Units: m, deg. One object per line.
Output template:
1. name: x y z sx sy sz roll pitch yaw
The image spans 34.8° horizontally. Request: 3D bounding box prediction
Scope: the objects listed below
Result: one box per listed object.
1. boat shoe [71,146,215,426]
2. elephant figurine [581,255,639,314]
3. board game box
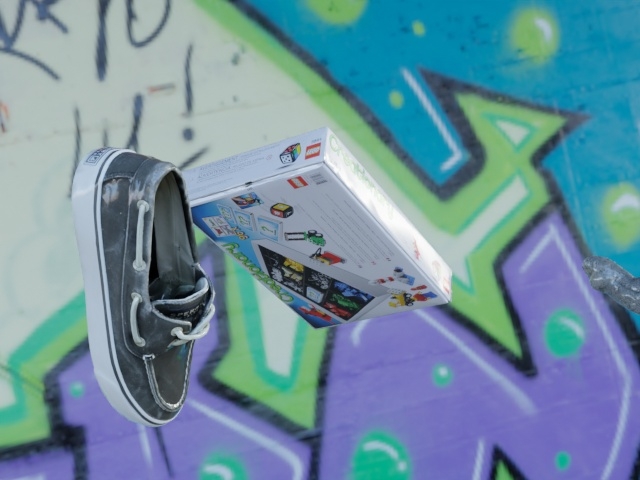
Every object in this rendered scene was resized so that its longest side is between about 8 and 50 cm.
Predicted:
1. boat shoe: -0.112 0.043 0.693 0.070 0.219 0.078 12 36 26
2. elephant figurine: 0.442 0.074 1.114 0.169 0.239 0.186 -47 -51 12
3. board game box: 0.000 0.000 1.165 0.193 0.053 0.305 -14 -37 27
